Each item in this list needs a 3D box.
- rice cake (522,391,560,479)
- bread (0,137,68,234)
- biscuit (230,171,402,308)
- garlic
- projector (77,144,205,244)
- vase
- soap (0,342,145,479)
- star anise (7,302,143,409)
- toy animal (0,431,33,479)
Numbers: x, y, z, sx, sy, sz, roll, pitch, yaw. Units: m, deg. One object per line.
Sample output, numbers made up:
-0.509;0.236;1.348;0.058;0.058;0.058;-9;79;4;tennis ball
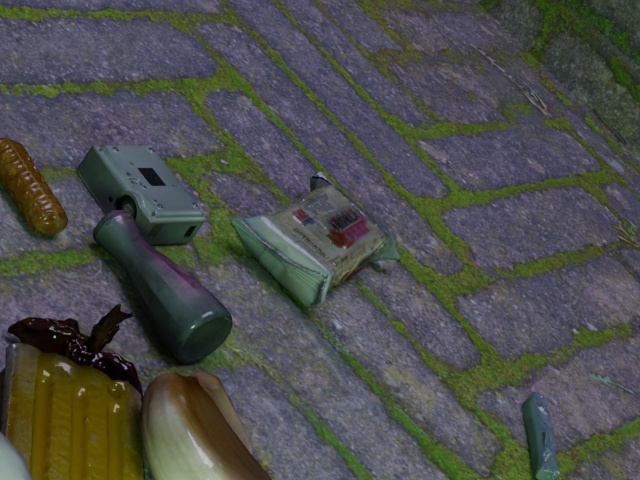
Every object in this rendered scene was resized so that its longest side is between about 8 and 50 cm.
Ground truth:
0.317;0.279;2.285;0.030;0.042;0.180;27;28;-15;rice cake
-0.367;-0.068;1.996;0.052;0.044;0.157;4;42;-52;bread
-0.003;-0.003;2.302;0.186;0.079;0.309;45;29;9;biscuit
-0.120;0.248;1.697;0.228;0.110;0.217;54;4;13;garlic
-0.238;-0.064;2.132;0.115;0.061;0.147;-4;48;-51;projector
-0.202;0.050;1.979;0.086;0.086;0.214;-1;41;-51;vase
-0.261;0.230;1.618;0.160;0.080;0.257;24;30;-23;soap
-0.246;0.098;1.784;0.158;0.144;0.140;10;30;-42;star anise
-0.330;0.206;1.421;0.367;0.196;0.241;46;40;20;toy animal
